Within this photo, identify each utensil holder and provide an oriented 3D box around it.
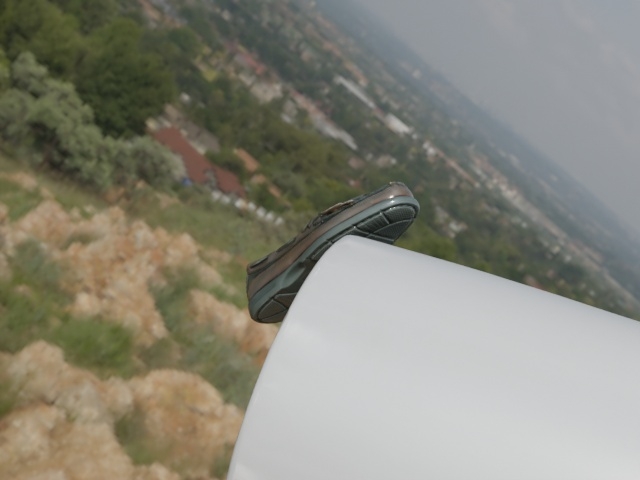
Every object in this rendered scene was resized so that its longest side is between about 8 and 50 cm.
[{"bbox_3d":[0.154,0.194,0.946,0.385,0.328,0.327,19,5,14],"label":"utensil holder"}]

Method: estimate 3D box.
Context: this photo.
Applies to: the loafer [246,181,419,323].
[{"bbox_3d":[0.000,0.000,1.389,0.096,0.267,0.084,16,45,-46],"label":"loafer"}]
